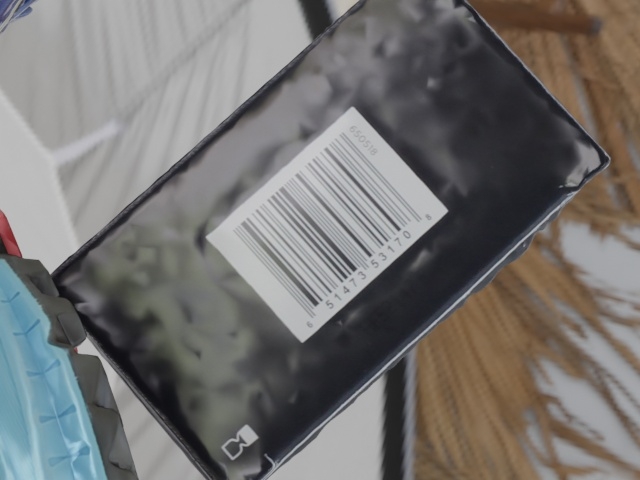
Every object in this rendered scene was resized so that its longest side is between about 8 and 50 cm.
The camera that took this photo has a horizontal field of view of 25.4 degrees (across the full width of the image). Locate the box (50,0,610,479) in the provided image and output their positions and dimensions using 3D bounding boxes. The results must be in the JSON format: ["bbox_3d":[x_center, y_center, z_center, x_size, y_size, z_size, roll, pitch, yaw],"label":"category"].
[{"bbox_3d":[0.000,0.000,0.498,0.093,0.156,0.158,48,176,2],"label":"box"}]

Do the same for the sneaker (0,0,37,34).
[{"bbox_3d":[-0.184,-0.131,0.638,0.127,0.182,0.315,30,150,-7],"label":"sneaker"}]

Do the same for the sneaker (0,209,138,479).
[{"bbox_3d":[-0.151,0.013,0.369,0.262,0.125,0.104,43,148,41],"label":"sneaker"}]
